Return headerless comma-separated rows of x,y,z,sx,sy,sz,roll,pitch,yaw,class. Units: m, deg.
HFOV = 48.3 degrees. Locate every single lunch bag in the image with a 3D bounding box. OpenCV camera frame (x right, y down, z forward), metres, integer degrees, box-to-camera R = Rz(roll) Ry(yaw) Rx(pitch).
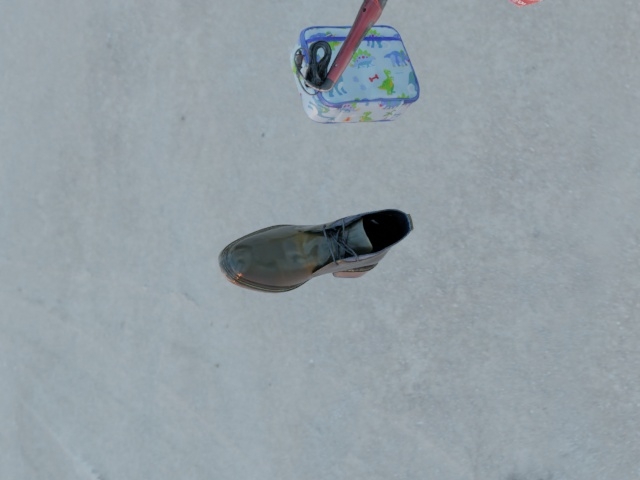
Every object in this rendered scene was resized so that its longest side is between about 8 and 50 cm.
0.061,-0.307,1.303,0.090,0.218,0.176,135,124,-60,lunch bag

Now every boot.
0.000,0.000,0.786,0.106,0.219,0.082,-37,67,47,boot

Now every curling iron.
0.055,-0.310,0.933,0.068,0.035,0.274,36,94,-5,curling iron

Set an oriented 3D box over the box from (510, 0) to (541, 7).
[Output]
0.361,-0.546,1.129,0.300,0.142,0.154,-69,22,-1,box
